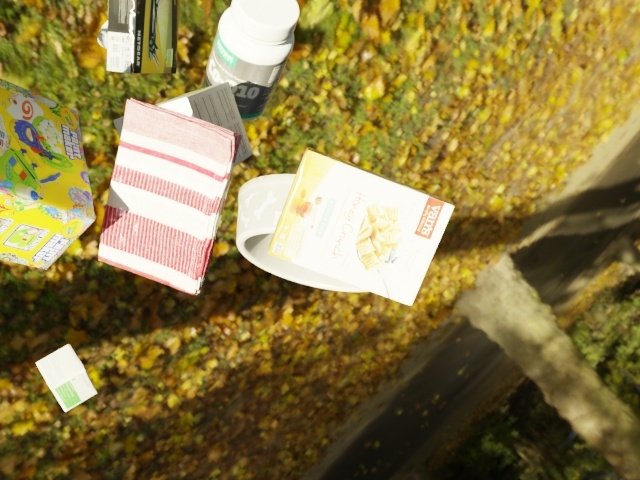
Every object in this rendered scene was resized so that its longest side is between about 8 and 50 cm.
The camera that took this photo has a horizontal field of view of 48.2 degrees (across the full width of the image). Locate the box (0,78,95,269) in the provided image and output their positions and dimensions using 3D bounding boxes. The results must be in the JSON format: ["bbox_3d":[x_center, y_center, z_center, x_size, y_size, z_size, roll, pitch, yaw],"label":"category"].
[{"bbox_3d":[-0.595,-0.137,1.311,0.177,0.290,0.279,-39,143,26],"label":"box"}]

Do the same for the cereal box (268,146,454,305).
[{"bbox_3d":[0.060,-0.020,1.091,0.047,0.240,0.173,-97,-153,-76],"label":"cereal box"}]

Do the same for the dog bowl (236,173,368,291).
[{"bbox_3d":[0.000,0.000,1.358,0.349,0.348,0.102,66,36,-65],"label":"dog bowl"}]

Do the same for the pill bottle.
[{"bbox_3d":[-0.190,-0.507,1.935,0.204,0.204,0.361,-31,165,-33],"label":"pill bottle"}]

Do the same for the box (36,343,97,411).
[{"bbox_3d":[-0.595,0.323,1.682,0.087,0.102,0.101,-31,139,-23],"label":"box"}]

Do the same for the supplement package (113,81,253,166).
[{"bbox_3d":[-0.321,-0.247,1.728,0.199,0.198,0.263,-13,-164,19],"label":"supplement package"}]

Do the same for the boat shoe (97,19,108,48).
[{"bbox_3d":[-0.572,-0.678,2.168,0.258,0.084,0.095,-30,131,21],"label":"boat shoe"}]

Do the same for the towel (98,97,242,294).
[{"bbox_3d":[-0.297,-0.080,1.360,0.037,0.237,0.329,-29,137,-71],"label":"towel"}]

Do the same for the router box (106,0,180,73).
[{"bbox_3d":[-0.450,-0.588,1.844,0.243,0.081,0.309,-42,140,-70],"label":"router box"}]
